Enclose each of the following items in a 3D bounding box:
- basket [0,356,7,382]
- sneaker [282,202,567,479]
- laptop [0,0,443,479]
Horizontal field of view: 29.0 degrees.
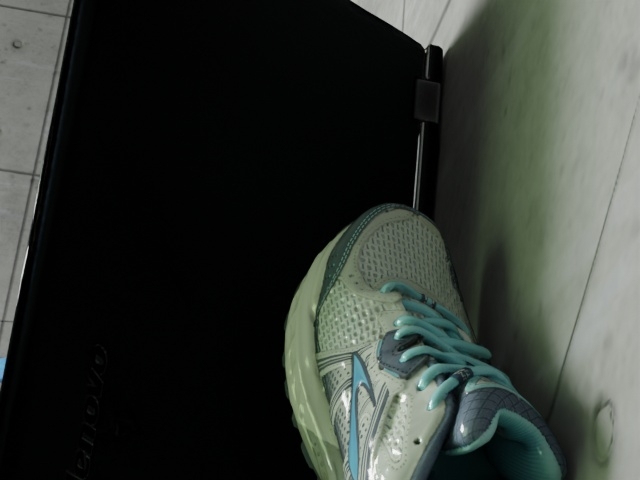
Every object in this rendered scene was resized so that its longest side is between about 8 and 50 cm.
[{"bbox_3d":[-0.145,0.209,1.060,0.201,0.288,0.255,-78,-2,-46],"label":"basket"},{"bbox_3d":[0.056,0.085,0.534,0.122,0.110,0.283,-49,31,42],"label":"sneaker"},{"bbox_3d":[-0.057,0.048,0.806,0.408,0.236,0.382,119,158,-70],"label":"laptop"}]
